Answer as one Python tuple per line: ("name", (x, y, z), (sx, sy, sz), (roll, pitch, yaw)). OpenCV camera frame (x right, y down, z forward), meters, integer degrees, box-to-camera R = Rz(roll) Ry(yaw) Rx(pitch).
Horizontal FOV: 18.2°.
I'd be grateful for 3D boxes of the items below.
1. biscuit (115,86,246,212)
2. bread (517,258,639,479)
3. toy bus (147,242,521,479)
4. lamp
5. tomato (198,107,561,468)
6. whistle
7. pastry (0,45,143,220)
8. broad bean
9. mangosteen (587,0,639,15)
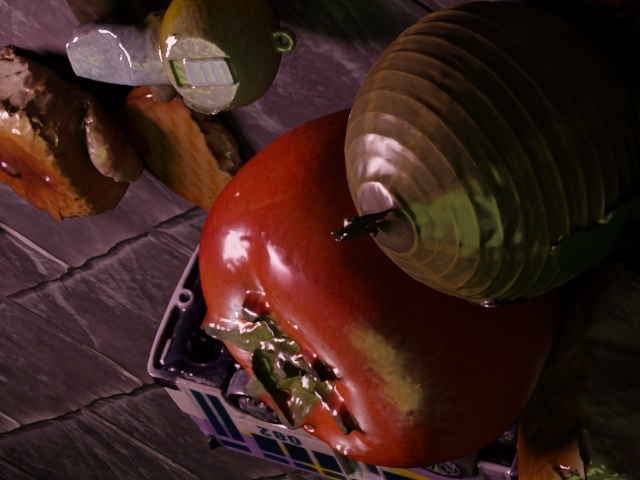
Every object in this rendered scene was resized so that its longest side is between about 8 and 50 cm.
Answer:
("biscuit", (-0.131, -0.098, 2.068), (0.176, 0.031, 0.228), (25, 156, -2))
("bread", (0.304, 0.170, 1.923), (0.225, 0.250, 0.279), (10, 157, -7))
("toy bus", (0.059, 0.153, 2.193), (0.440, 0.209, 0.249), (13, 156, 21))
("lamp", (0.122, -0.059, 1.592), (0.250, 0.284, 0.250), (35, 142, 34))
("tomato", (0.062, 0.047, 1.853), (0.341, 0.273, 0.341), (40, 153, 26))
("whistle", (-0.121, -0.177, 1.778), (0.223, 0.122, 0.123), (0, 148, 25))
("pastry", (-0.296, -0.111, 2.089), (0.229, 0.100, 0.218), (30, 161, 15))
("broad bean", (-0.205, -0.236, 1.809), (0.077, 0.061, 0.339), (0, 149, 22))
("mangosteen", (0.209, -0.233, 1.323), (0.172, 0.172, 0.184), (37, 179, -27))
